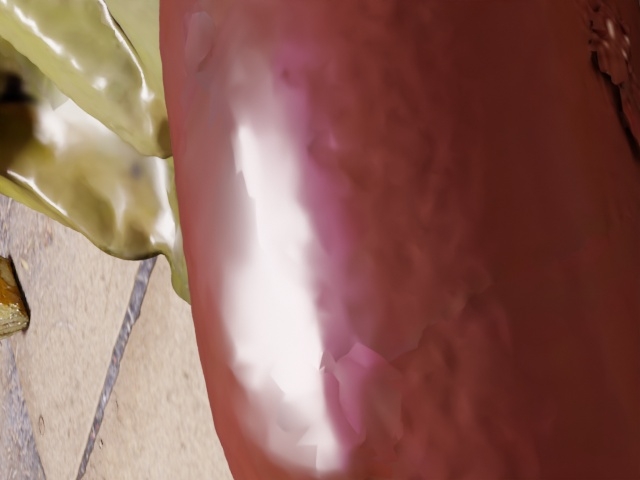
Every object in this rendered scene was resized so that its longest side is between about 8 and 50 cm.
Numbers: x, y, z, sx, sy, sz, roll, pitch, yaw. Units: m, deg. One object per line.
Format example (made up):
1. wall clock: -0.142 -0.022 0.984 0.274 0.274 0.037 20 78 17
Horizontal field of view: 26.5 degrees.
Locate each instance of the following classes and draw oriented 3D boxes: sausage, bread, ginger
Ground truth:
1. sausage: 0.032 -0.003 0.414 0.152 0.152 0.279 -18 78 63
2. bread: -0.282 0.050 1.178 0.036 0.047 0.083 68 175 -46
3. ginger: -0.158 -0.135 0.717 0.358 0.211 0.413 62 145 35
